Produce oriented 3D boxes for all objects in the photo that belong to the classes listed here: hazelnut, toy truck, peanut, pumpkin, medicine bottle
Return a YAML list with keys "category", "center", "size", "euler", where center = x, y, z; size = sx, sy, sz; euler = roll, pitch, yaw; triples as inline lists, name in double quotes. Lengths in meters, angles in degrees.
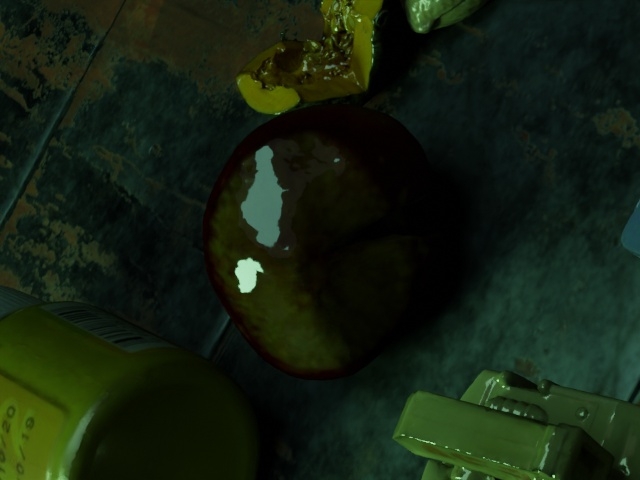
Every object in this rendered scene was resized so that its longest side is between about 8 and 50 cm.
- category: "hazelnut"
  center: [0.000, 0.000, 1.596]
  size: [0.217, 0.217, 0.251]
  euler: [17, 107, 51]
- category: "toy truck"
  center: [0.237, 0.202, 1.182]
  size: [0.405, 0.254, 0.180]
  euler: [14, 76, 47]
- category: "peanut"
  center: [0.142, -0.269, 1.676]
  size: [0.174, 0.080, 0.080]
  euler: [-49, 41, 20]
- category: "pumpkin"
  center: [0.017, -0.184, 1.740]
  size: [0.183, 0.108, 0.119]
  euler: [-46, 45, 12]
- category: "medicine bottle"
  center: [-0.250, 0.175, 1.745]
  size: [0.384, 0.224, 0.224]
  euler: [19, 84, 50]

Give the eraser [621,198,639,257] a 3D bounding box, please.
- category: "eraser"
  center: [0.329, 0.010, 1.346]
  size: [0.225, 0.036, 0.082]
  euler: [31, 92, 51]
